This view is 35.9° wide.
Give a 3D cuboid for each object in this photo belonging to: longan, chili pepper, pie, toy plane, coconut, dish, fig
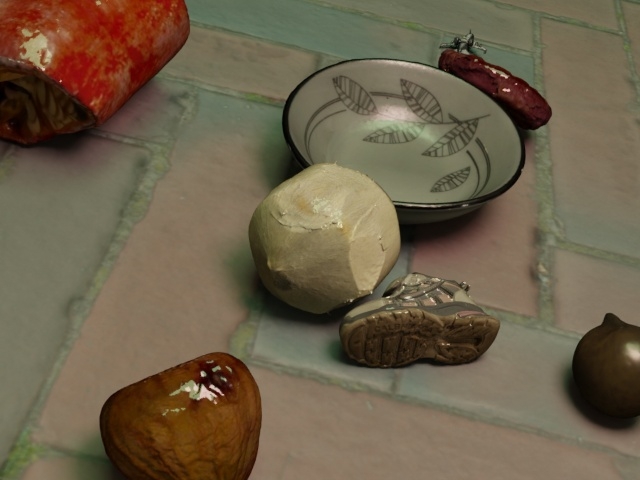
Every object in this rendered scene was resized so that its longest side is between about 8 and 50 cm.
[{"bbox_3d":[0.320,0.134,1.058,0.092,0.113,0.113,-2,42,-23],"label":"longan"},{"bbox_3d":[-0.329,-0.241,1.264,0.251,0.229,0.305,22,51,6],"label":"chili pepper"},{"bbox_3d":[0.250,-0.216,1.416,0.182,0.049,0.182,32,3,-2],"label":"pie"},{"bbox_3d":[0.239,-0.323,1.622,0.078,0.031,0.083,12,41,20],"label":"toy plane"},{"bbox_3d":[0.003,0.002,1.092,0.161,0.161,0.162,26,43,15],"label":"coconut"},{"bbox_3d":[0.101,-0.109,1.283,0.316,0.106,0.316,6,43,-6],"label":"dish"},{"bbox_3d":[-0.099,0.201,0.879,0.146,0.134,0.201,-30,74,-5],"label":"fig"}]

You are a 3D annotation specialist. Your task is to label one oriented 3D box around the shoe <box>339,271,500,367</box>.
[{"bbox_3d":[0.103,0.078,1.079,0.180,0.089,0.092,1,43,-18],"label":"shoe"}]
